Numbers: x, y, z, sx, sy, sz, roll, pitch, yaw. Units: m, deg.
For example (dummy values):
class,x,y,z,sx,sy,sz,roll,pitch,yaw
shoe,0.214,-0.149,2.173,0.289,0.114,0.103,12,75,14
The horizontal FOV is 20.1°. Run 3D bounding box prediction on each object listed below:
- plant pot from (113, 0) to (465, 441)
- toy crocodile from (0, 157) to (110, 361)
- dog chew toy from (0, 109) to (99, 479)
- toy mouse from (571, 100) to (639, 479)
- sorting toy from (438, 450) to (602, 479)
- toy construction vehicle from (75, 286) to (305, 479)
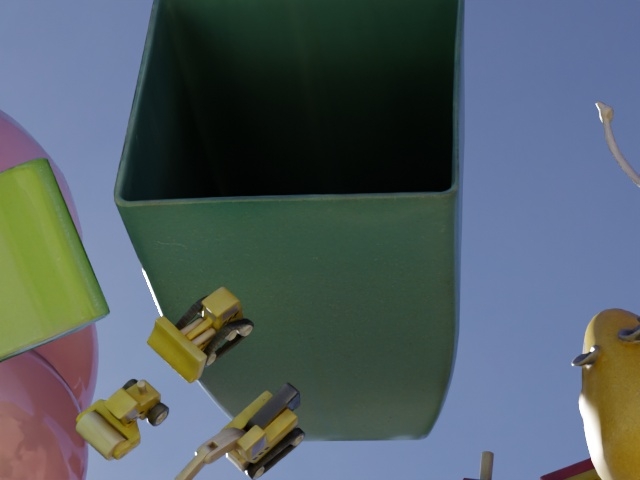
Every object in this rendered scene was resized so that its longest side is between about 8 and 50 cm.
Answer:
class,x,y,z,sx,sy,sz,roll,pitch,yaw
plant pot,0.000,0.000,0.984,0.166,0.165,0.234,-1,-43,7
toy crocodile,-0.240,0.058,0.619,0.341,0.115,0.105,-18,-1,3
dog chew toy,-0.209,0.053,0.939,0.207,0.332,0.206,-10,-56,-15
toy mouse,0.127,0.012,0.460,0.143,0.161,0.031,-26,-30,16
sorting toy,0.139,0.166,1.099,0.274,0.046,0.132,7,-27,1
toy construction vehicle,-0.055,0.070,0.811,0.098,0.086,0.035,-36,-26,-25
